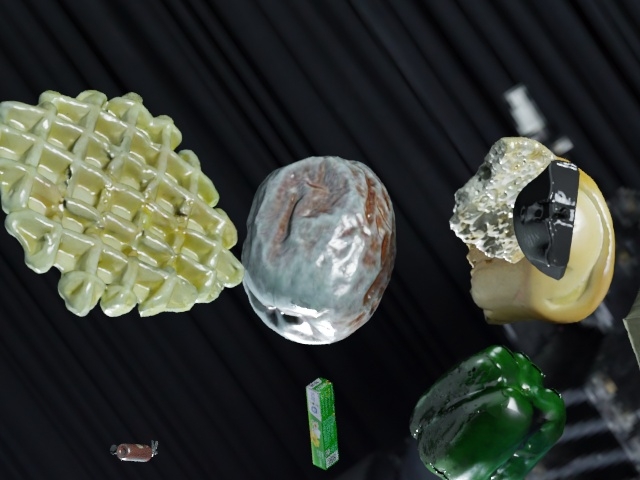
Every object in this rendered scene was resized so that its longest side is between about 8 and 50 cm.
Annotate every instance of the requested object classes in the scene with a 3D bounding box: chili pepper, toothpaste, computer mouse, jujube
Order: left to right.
[{"bbox_3d":[0.000,0.005,2.052,0.247,0.215,0.308,6,-122,25],"label":"jujube"},{"bbox_3d":[0.005,0.345,2.434,0.037,0.178,0.043,18,-146,39],"label":"toothpaste"},{"bbox_3d":[0.311,0.329,2.405,0.249,0.233,0.256,-3,139,-44],"label":"chili pepper"},{"bbox_3d":[0.310,-0.023,1.791,0.088,0.147,0.264,5,171,6],"label":"computer mouse"}]

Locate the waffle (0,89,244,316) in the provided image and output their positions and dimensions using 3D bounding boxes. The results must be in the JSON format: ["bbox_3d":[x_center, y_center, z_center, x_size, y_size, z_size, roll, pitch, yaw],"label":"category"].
[{"bbox_3d":[-0.223,-0.048,1.423,0.056,0.291,0.309,-39,163,36],"label":"waffle"}]

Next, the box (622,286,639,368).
[{"bbox_3d":[0.489,0.161,1.594,0.155,0.231,0.149,-15,-168,27],"label":"box"}]

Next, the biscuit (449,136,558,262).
[{"bbox_3d":[0.276,-0.056,1.934,0.188,0.265,0.040,-16,-132,-10],"label":"biscuit"}]

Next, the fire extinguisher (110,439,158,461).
[{"bbox_3d":[-0.282,0.318,1.941,0.046,0.032,0.100,-21,163,16],"label":"fire extinguisher"}]

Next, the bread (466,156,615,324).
[{"bbox_3d":[0.412,-0.005,2.352,0.211,0.315,0.270,-7,175,-34],"label":"bread"}]
